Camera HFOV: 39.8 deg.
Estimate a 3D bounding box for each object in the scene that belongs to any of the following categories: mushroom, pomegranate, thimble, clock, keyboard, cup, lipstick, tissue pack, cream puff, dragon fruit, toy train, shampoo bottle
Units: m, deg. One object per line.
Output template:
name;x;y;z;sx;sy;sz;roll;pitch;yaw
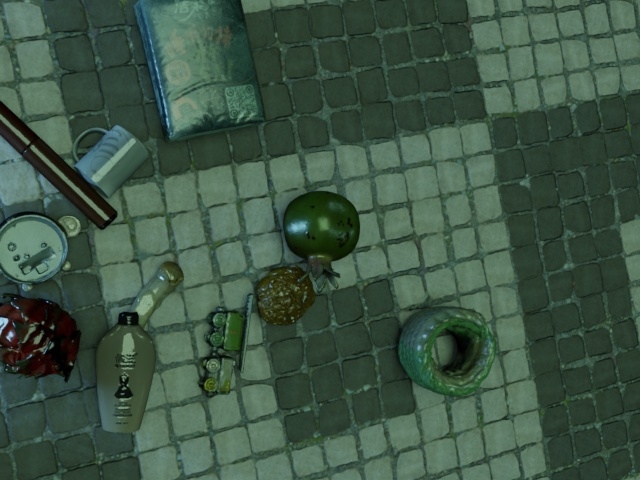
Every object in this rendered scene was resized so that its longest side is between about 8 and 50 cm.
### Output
mushroom;-0.373;0.133;1.919;0.059;0.054;0.202;39;84;-8
pomegranate;0.000;0.000;1.967;0.182;0.181;0.224;13;66;-18
thimble;0.299;0.254;2.093;0.219;0.150;0.218;0;91;-18
clock;-0.603;0.017;1.834;0.229;0.063;0.155;-29;98;-15
keyboard;-0.167;0.207;1.985;0.014;0.055;0.176;7;88;-8
cup;-0.454;-0.179;1.865;0.136;0.099;0.133;45;78;-14
lipstick;-0.569;-0.162;1.848;0.356;0.057;0.057;46;77;-14
tissue pack;-0.259;-0.388;1.930;0.228;0.103;0.315;-13;95;-20
cream puff;-0.078;0.126;1.989;0.144;0.103;0.126;-39;103;-9
dragon fruit;-0.582;0.196;1.786;0.189;0.182;0.182;4;89;-20
toy train;-0.220;0.249;1.965;0.081;0.060;0.202;8;89;-24
shampoo bottle;-0.415;0.276;1.877;0.127;0.078;0.256;3;95;-11
